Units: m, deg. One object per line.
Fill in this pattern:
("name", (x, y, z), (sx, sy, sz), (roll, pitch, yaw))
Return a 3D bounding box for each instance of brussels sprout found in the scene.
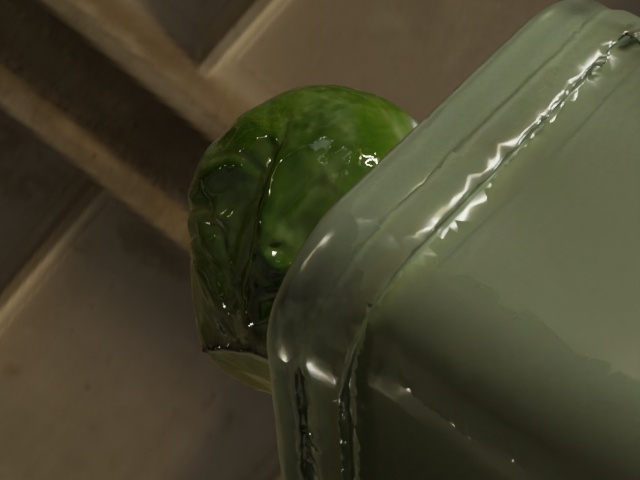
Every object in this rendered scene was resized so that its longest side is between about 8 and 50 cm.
("brussels sprout", (0.000, 0.000, 1.284), (0.244, 0.244, 0.244), (4, -59, 6))

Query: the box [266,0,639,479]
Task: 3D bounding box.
("box", (0.173, 0.140, 0.578), (0.343, 0.177, 0.352), (31, -30, 23))
